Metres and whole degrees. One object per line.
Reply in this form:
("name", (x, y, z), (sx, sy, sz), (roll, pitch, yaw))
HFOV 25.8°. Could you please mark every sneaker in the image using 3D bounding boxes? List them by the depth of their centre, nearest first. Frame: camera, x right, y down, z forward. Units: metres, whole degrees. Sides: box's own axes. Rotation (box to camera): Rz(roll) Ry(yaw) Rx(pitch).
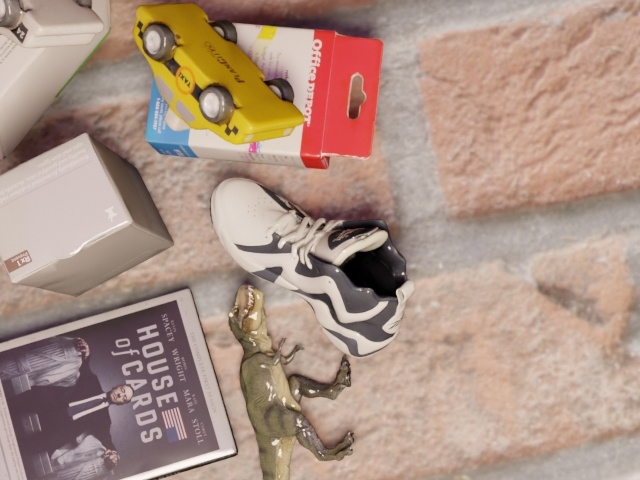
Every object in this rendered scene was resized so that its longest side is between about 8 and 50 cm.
("sneaker", (0.000, 0.000, 1.369), (0.094, 0.153, 0.235), (-36, 80, -33))

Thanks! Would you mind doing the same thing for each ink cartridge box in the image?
("ink cartridge box", (-0.383, -0.243, 1.438), (0.273, 0.115, 0.198), (31, 66, 9))
("ink cartridge box", (-0.054, -0.149, 1.443), (0.231, 0.078, 0.134), (6, 83, 5))

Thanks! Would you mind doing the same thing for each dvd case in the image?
("dvd case", (-0.222, 0.166, 1.419), (0.239, 0.029, 0.179), (-17, 79, -4))

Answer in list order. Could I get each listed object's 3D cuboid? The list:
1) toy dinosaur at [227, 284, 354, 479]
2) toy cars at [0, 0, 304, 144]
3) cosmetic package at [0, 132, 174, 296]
("toy dinosaur", (-0.026, 0.175, 1.407), (0.118, 0.064, 0.268), (-6, 86, 6))
("toy cars", (-0.203, -0.187, 1.338), (0.394, 0.176, 0.087), (24, 123, -11))
("cosmetic package", (-0.233, -0.019, 1.356), (0.127, 0.238, 0.107), (-27, 81, -1))
